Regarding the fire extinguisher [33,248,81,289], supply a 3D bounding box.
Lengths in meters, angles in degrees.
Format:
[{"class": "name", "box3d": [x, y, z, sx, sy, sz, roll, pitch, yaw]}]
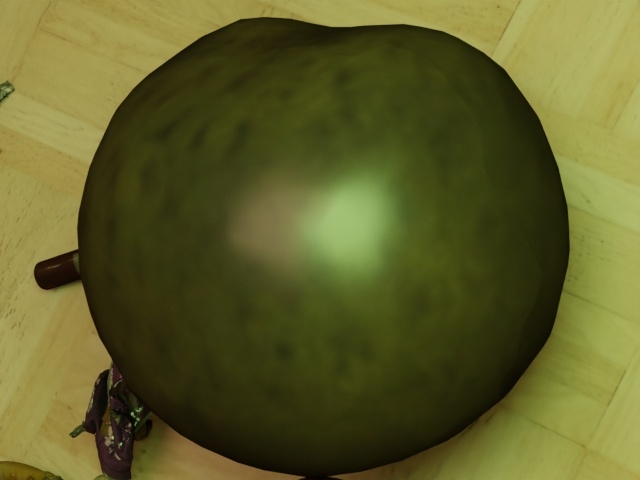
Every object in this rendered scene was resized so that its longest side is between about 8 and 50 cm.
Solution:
[{"class": "fire extinguisher", "box3d": [-0.192, 0.020, 1.743, 0.173, 0.035, 0.049, -18, 60, 25]}]

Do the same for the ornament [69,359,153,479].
[{"class": "ornament", "box3d": [-0.182, 0.155, 1.654, 0.081, 0.088, 0.203, 17, 81, 33]}]

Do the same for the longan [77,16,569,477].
[{"class": "longan", "box3d": [0.000, 0.000, 1.464, 0.404, 0.336, 0.405, -11, 68, 29]}]

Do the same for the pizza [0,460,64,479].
[{"class": "pizza", "box3d": [-0.317, 0.269, 1.708, 0.178, 0.041, 0.131, -6, 70, 26]}]

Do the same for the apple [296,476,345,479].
[{"class": "apple", "box3d": [0.017, 0.284, 1.445, 0.173, 0.160, 0.195, 28, 111, 34]}]

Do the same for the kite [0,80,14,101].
[{"class": "kite", "box3d": [-0.413, -0.081, 1.891, 0.250, 0.012, 0.229, -37, 65, 0]}]
